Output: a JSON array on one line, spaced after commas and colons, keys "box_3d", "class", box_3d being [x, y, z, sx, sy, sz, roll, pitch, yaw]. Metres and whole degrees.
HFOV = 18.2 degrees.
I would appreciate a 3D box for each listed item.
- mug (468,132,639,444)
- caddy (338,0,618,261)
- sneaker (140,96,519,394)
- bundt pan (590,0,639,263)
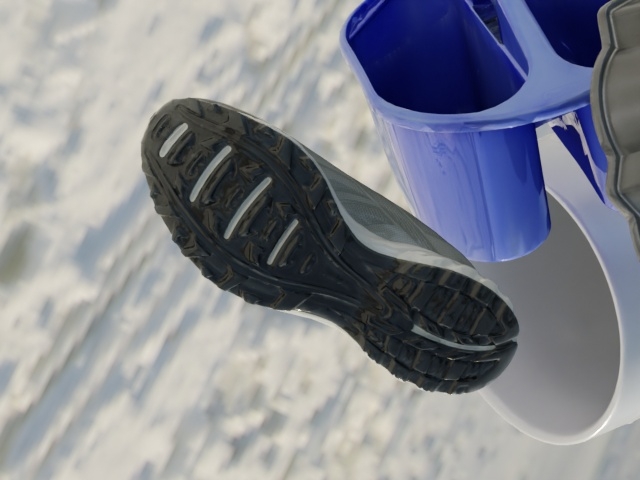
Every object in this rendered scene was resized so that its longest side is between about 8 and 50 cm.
[{"box_3d": [0.341, 0.020, 1.853, 0.328, 0.374, 0.276, -20, 111, -30], "class": "mug"}, {"box_3d": [0.148, -0.134, 1.531, 0.341, 0.241, 0.179, -113, -174, -63], "class": "caddy"}, {"box_3d": [0.000, 0.000, 1.264, 0.100, 0.271, 0.108, -52, -163, 12], "class": "sneaker"}, {"box_3d": [0.342, -0.081, 1.357, 0.124, 0.331, 0.331, -20, -151, 50], "class": "bundt pan"}]
